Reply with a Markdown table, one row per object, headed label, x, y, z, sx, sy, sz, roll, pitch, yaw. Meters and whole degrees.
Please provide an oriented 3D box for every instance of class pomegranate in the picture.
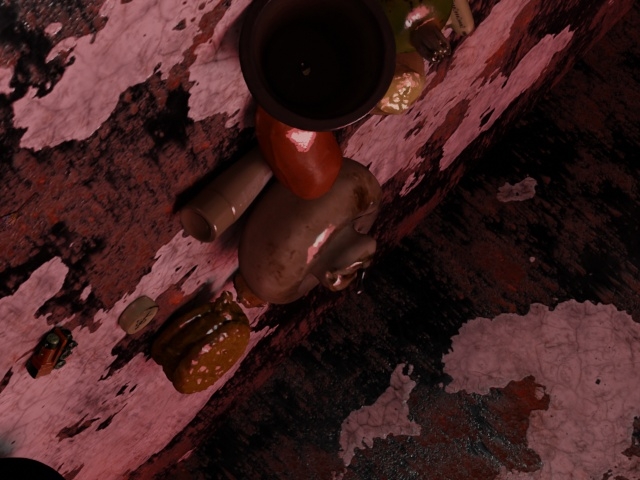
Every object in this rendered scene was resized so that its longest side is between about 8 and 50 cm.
| label | x | y | z | sx | sy | sz | roll | pitch | yaw |
| --- | --- | --- | --- | --- | --- | --- | --- | --- | --- |
| pomegranate | 0.148 | -0.381 | 1.695 | 0.180 | 0.210 | 0.180 | -29 | 154 | -16 |

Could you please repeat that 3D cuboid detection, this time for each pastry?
| label | x | y | z | sx | sy | sz | roll | pitch | yaw |
| --- | --- | --- | --- | --- | --- | --- | --- | --- | --- |
| pastry | -0.262 | 0.244 | 2.335 | 0.235 | 0.132 | 0.240 | -33 | 164 | -7 |

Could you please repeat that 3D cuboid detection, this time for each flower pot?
| label | x | y | z | sx | sy | sz | roll | pitch | yaw |
| --- | --- | --- | --- | --- | --- | --- | --- | --- | --- |
| flower pot | -0.014 | -0.273 | 1.546 | 0.235 | 0.235 | 0.148 | -45 | -174 | -8 |

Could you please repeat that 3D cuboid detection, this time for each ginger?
| label | x | y | z | sx | sy | sz | roll | pitch | yaw |
| --- | --- | --- | --- | --- | --- | --- | --- | --- | --- |
| ginger | 0.135 | -0.313 | 2.021 | 0.267 | 0.152 | 0.138 | -61 | 160 | -66 |

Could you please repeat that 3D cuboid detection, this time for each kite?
| label | x | y | z | sx | sy | sz | roll | pitch | yaw |
| --- | --- | --- | --- | --- | --- | --- | --- | --- | --- |
| kite | -0.412 | -0.035 | 1.361 | 0.078 | 0.002 | 0.044 | -49 | 167 | 13 |

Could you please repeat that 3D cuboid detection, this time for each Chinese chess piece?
| label | x | y | z | sx | sy | sz | roll | pitch | yaw |
| --- | --- | --- | --- | --- | --- | --- | --- | --- | --- |
| Chinese chess piece | -0.361 | 0.149 | 2.018 | 0.084 | 0.034 | 0.084 | -43 | 167 | -12 |

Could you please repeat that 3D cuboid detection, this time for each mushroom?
| label | x | y | z | sx | sy | sz | roll | pitch | yaw |
| --- | --- | --- | --- | --- | --- | --- | --- | --- | --- |
| mushroom | 0.000 | 0.000 | 2.160 | 0.362 | 0.294 | 0.362 | -47 | 168 | -13 |

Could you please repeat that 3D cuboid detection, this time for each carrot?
| label | x | y | z | sx | sy | sz | roll | pitch | yaw |
| --- | --- | --- | --- | --- | --- | --- | --- | --- | --- |
| carrot | -0.078 | 0.071 | 2.384 | 0.263 | 0.102 | 0.102 | -25 | 172 | 14 |

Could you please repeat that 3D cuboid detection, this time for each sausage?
| label | x | y | z | sx | sy | sz | roll | pitch | yaw |
| --- | --- | --- | --- | --- | --- | --- | --- | --- | --- |
| sausage | -0.042 | -0.170 | 1.807 | 0.133 | 0.133 | 0.258 | -44 | 146 | -12 |

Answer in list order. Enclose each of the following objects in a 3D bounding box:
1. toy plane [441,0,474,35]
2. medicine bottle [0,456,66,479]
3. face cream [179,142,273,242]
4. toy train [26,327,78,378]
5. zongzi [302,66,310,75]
| label | x | y | z | sx | sy | sz | roll | pitch | yaw |
| --- | --- | --- | --- | --- | --- | --- | --- | --- | --- |
| toy plane | 0.260 | -0.476 | 2.010 | 0.242 | 0.104 | 0.256 | -49 | 168 | -3 |
| medicine bottle | -0.594 | 0.559 | 2.038 | 0.242 | 0.242 | 0.395 | -44 | 173 | -14 |
| face cream | -0.127 | -0.125 | 1.889 | 0.341 | 0.084 | 0.137 | -48 | 169 | -38 |
| toy train | -0.471 | 0.195 | 1.785 | 0.064 | 0.044 | 0.103 | -14 | 146 | -50 |
| zongzi | -0.003 | -0.288 | 1.840 | 0.119 | 0.055 | 0.109 | -53 | 174 | -31 |
